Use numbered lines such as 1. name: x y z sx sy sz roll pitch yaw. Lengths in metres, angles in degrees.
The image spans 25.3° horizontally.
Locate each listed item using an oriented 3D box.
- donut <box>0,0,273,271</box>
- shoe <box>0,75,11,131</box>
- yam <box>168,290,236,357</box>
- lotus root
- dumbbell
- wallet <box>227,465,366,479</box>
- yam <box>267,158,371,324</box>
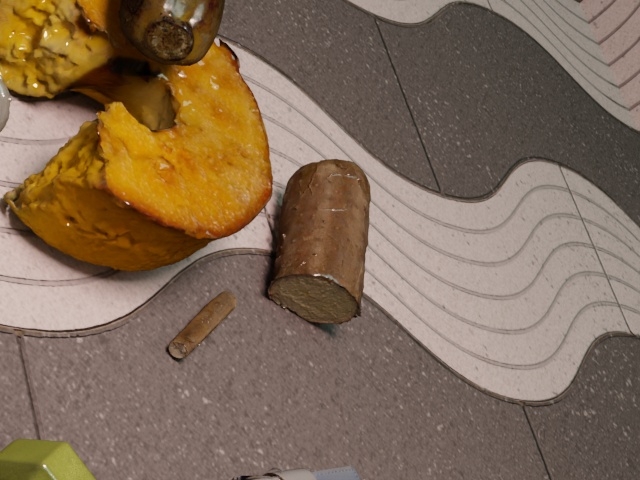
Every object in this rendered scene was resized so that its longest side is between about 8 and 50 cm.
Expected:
1. donut: -0.236 -0.138 1.782 0.377 0.163 0.435 21 42 -44
2. shoe: -0.451 -0.205 1.607 0.227 0.099 0.125 57 28 -4
3. yam: -0.147 0.106 1.785 0.032 0.032 0.145 51 32 -5
4. lotus root: -0.179 -0.300 1.750 0.124 0.123 0.241 15 42 -10
5. dumbbell: -0.316 0.291 1.303 0.108 0.121 0.302 28 29 11
6. wallet: -0.015 0.349 1.696 0.231 0.069 0.170 8 59 -49
7. yam: 0.002 -0.001 2.000 0.129 0.128 0.238 72 17 -47
